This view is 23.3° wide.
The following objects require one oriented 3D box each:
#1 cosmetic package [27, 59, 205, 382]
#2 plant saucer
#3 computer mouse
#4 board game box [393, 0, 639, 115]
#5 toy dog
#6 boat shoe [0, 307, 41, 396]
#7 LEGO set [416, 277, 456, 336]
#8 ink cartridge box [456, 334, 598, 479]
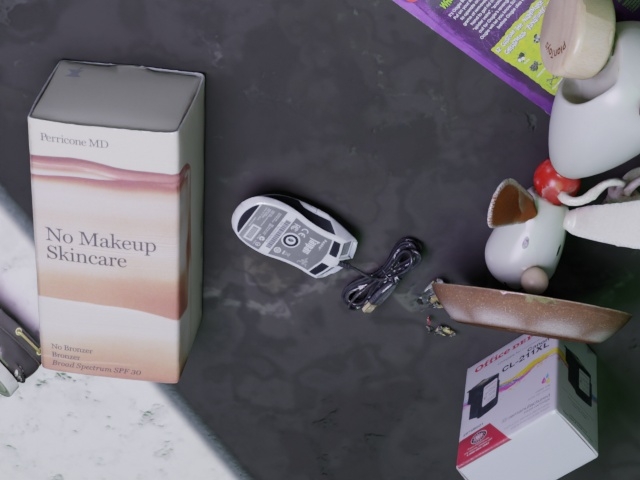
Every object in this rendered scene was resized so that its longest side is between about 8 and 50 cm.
[{"bbox_3d":[-0.199,-0.016,1.545,0.153,0.129,0.296,5,122,5],"label":"cosmetic package"},{"bbox_3d":[0.204,0.074,1.519,0.198,0.198,0.036,10,87,1],"label":"plant saucer"},{"bbox_3d":[0.000,0.000,1.583,0.193,0.042,0.106,29,126,-18],"label":"computer mouse"},{"bbox_3d":[0.238,-0.292,1.362,0.208,0.056,0.347,32,121,-18],"label":"board game box"},{"bbox_3d":[0.254,-0.064,1.393,0.220,0.161,0.334,-6,131,-2],"label":"toy dog"},{"bbox_3d":[-0.384,0.063,1.658,0.081,0.068,0.228,-1,129,57],"label":"boat shoe"},{"bbox_3d":[0.127,0.066,1.622,0.054,0.023,0.083,19,136,-2],"label":"LEGO set"},{"bbox_3d":[0.212,0.174,1.586,0.127,0.175,0.072,-35,109,25],"label":"ink cartridge box"}]
